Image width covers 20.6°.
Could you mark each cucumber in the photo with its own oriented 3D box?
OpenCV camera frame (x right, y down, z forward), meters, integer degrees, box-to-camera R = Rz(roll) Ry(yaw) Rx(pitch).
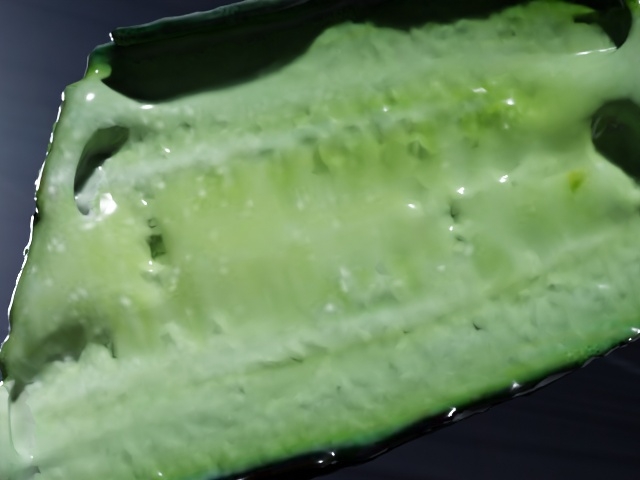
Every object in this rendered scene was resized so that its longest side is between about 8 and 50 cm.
[{"bbox_3d":[0.000,0.000,0.440,0.086,0.193,0.115,53,-160,-79],"label":"cucumber"}]
